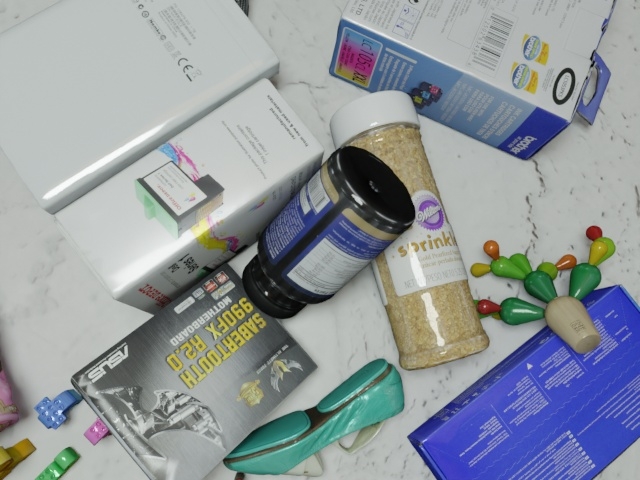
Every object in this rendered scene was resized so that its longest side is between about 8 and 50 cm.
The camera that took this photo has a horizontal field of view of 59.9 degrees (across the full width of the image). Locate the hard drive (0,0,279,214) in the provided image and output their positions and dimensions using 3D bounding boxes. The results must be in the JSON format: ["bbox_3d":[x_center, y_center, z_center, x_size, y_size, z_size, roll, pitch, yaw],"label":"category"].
[{"bbox_3d":[-0.264,-0.226,0.733,0.353,0.047,0.233,-35,83,-11],"label":"hard drive"}]

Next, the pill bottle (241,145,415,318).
[{"bbox_3d":[0.000,0.000,0.678,0.123,0.123,0.219,50,122,7],"label":"pill bottle"}]

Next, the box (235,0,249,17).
[{"bbox_3d":[-0.222,-0.251,0.796,0.216,0.060,0.270,6,77,-4],"label":"box"}]

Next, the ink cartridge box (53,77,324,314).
[{"bbox_3d":[-0.144,-0.040,0.682,0.278,0.201,0.117,-36,83,-11],"label":"ink cartridge box"}]

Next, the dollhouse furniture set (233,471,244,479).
[{"bbox_3d":[-0.059,0.352,0.611,0.129,0.184,0.129,19,76,0],"label":"dollhouse furniture set"}]

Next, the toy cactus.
[{"bbox_3d":[0.301,0.063,0.724,0.218,0.112,0.180,-19,37,0],"label":"toy cactus"}]

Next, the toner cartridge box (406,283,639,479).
[{"bbox_3d":[0.302,0.224,0.728,0.347,0.075,0.165,-34,83,-11],"label":"toner cartridge box"}]

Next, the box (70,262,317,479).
[{"bbox_3d":[-0.146,0.165,0.676,0.231,0.056,0.183,-38,82,-31],"label":"box"}]

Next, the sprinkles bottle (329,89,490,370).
[{"bbox_3d":[0.114,-0.015,0.742,0.121,0.121,0.356,-14,79,-8],"label":"sprinkles bottle"}]

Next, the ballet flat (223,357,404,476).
[{"bbox_3d":[0.003,0.244,0.697,0.247,0.083,0.087,-28,95,-8],"label":"ballet flat"}]

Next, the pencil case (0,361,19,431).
[{"bbox_3d":[-0.479,0.070,0.642,0.160,0.167,0.386,-25,82,18],"label":"pencil case"}]

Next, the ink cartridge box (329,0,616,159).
[{"bbox_3d":[0.247,-0.302,0.802,0.395,0.151,0.270,24,77,2],"label":"ink cartridge box"}]

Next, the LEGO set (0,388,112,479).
[{"bbox_3d":[-0.340,0.257,0.654,0.087,0.093,0.227,43,78,5],"label":"LEGO set"}]
